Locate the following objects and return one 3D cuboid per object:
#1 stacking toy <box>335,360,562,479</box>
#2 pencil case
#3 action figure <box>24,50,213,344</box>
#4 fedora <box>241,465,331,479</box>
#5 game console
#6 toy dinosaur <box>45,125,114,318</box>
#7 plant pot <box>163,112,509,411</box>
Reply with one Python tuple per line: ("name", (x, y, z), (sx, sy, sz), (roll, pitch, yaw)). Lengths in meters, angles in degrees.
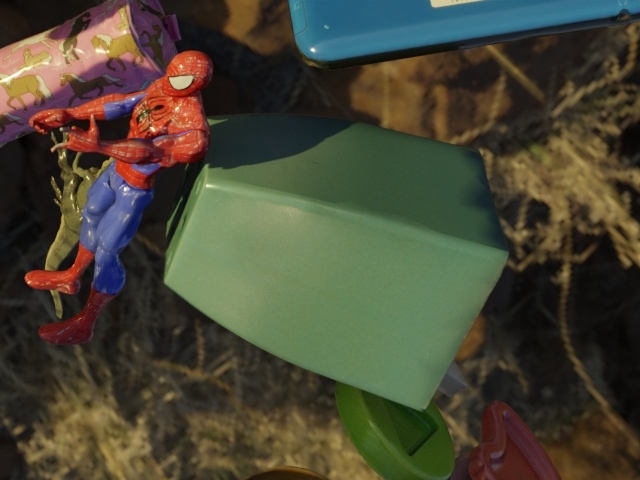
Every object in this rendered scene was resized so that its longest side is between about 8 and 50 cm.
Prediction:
("stacking toy", (0.094, 0.233, 1.310), (0.130, 0.279, 0.309), (-38, 177, 23))
("pencil case", (-0.392, -0.238, 2.089), (0.386, 0.167, 0.160), (-21, 133, 17))
("action figure", (-0.178, -0.040, 1.062), (0.139, 0.091, 0.280), (8, 133, -37))
("fedora", (-0.007, 0.257, 1.016), (0.194, 0.079, 0.194), (3, 85, -38))
("game console", (0.114, -0.235, 1.219), (0.293, 0.250, 0.173), (-9, 154, 0))
("toy dinosaur", (-0.263, -0.044, 1.549), (0.064, 0.118, 0.268), (2, 138, -35))
("plant pot", (0.000, 0.000, 1.149), (0.234, 0.165, 0.165), (16, 122, -14))
